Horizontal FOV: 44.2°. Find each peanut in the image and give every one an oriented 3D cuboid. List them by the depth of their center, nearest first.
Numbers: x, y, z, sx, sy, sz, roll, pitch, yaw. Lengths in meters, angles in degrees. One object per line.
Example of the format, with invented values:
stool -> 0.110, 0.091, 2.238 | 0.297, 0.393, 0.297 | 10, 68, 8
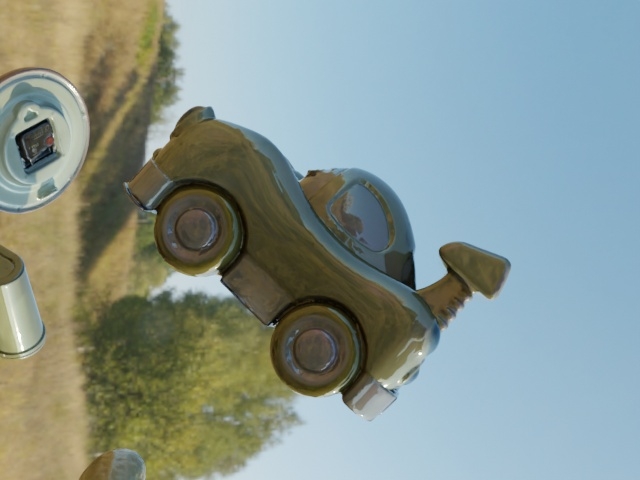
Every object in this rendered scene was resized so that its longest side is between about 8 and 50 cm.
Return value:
peanut -> -0.328, 0.439, 1.263 | 0.122, 0.137, 0.253 | -64, -146, 29

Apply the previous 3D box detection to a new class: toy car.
toy car -> 0.000, 0.000, 0.813 | 0.336, 0.226, 0.242 | 46, 3, 10

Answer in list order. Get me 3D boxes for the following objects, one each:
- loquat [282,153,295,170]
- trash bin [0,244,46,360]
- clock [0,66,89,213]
loquat -> -0.136, -0.054, 1.298 | 0.235, 0.235, 0.235 | 178, -90, -73
trash bin -> -0.716, 0.115, 1.703 | 0.243, 0.121, 0.247 | 28, -42, 18
clock -> -0.474, -0.160, 1.284 | 0.056, 0.244, 0.244 | 20, -63, 29
